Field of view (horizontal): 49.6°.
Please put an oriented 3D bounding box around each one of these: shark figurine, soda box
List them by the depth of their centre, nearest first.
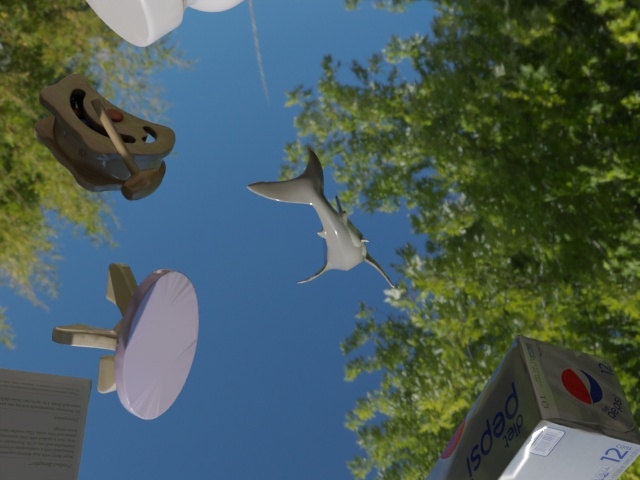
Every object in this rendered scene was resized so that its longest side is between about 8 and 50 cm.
[{"bbox_3d":[0.164,0.224,0.627,0.091,0.286,0.098,15,-145,-8],"label":"soda box"},{"bbox_3d":[0.004,0.007,0.916,0.116,0.278,0.166,-34,-110,2],"label":"shark figurine"}]

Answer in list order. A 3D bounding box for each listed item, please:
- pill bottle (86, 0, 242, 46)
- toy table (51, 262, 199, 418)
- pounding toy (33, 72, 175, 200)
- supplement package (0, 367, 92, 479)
[{"bbox_3d":[-0.096,-0.377,0.735,0.363,0.210,0.210,-42,-138,-19],"label":"pill bottle"},{"bbox_3d":[-0.344,0.176,1.293,0.160,0.252,0.275,13,-94,34],"label":"toy table"},{"bbox_3d":[-0.305,-0.173,1.054,0.269,0.155,0.154,43,-140,18],"label":"pounding toy"},{"bbox_3d":[-0.400,0.310,0.820,0.175,0.177,0.293,-28,-126,51],"label":"supplement package"}]
